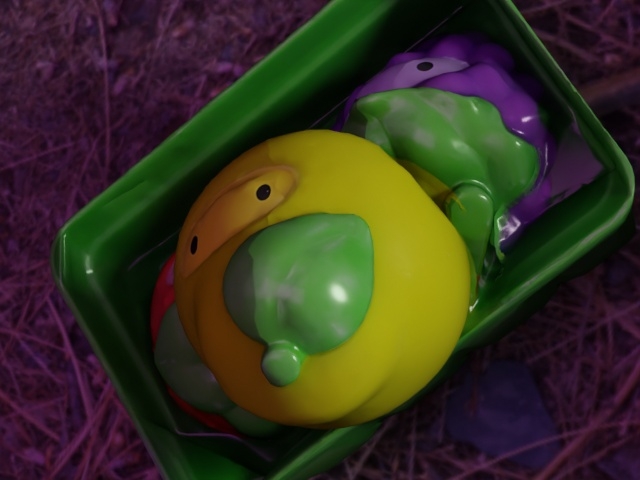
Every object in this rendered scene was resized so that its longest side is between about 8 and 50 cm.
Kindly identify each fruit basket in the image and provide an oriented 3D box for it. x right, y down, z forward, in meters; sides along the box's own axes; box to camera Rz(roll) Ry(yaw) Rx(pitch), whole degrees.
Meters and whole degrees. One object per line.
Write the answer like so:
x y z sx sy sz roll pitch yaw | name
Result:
0.000 0.000 1.224 0.392 0.392 0.283 -39 65 15 | fruit basket
